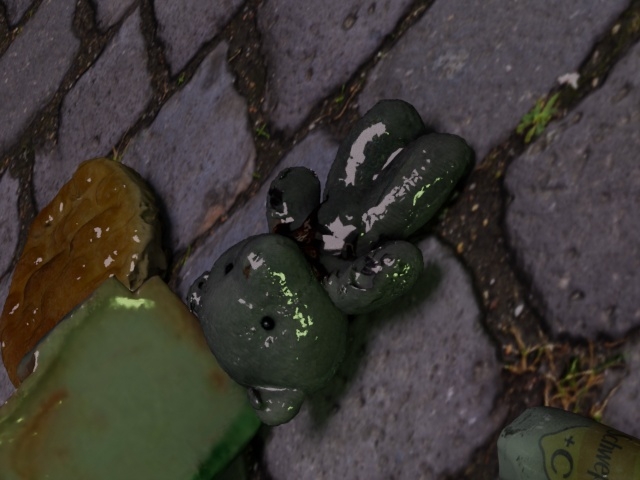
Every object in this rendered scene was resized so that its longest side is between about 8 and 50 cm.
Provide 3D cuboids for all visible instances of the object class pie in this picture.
[{"bbox_3d":[-0.311,0.056,2.021,0.339,0.083,0.339,-29,48,39],"label":"pie"}]

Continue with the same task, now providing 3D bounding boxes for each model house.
[{"bbox_3d":[-0.243,0.218,1.714,0.312,0.245,0.280,-46,-1,-20],"label":"model house"}]

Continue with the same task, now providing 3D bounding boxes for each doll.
[{"bbox_3d":[-0.006,0.000,1.561,0.340,0.158,0.246,-54,46,11],"label":"doll"}]

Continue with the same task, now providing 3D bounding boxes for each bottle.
[{"bbox_3d":[0.245,0.194,1.156,0.269,0.083,0.083,17,83,50],"label":"bottle"}]
